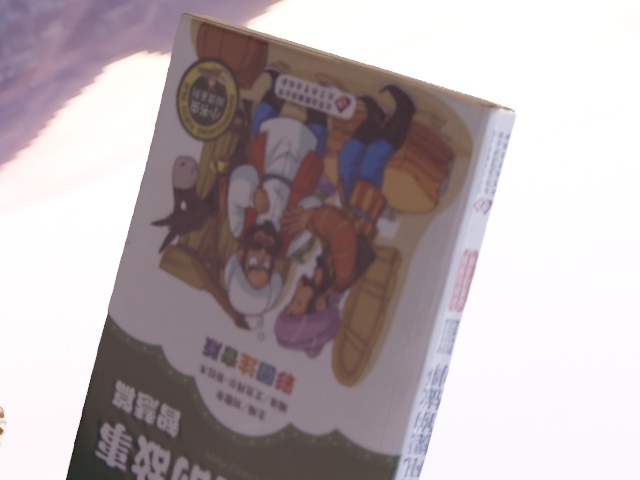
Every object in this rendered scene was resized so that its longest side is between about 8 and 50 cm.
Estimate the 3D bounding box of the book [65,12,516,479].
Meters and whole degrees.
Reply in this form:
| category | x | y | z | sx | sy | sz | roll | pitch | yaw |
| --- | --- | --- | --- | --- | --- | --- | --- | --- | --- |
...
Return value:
| category | x | y | z | sx | sy | sz | roll | pitch | yaw |
| --- | --- | --- | --- | --- | --- | --- | --- | --- | --- |
| book | -0.024 | 0.042 | 0.850 | 0.202 | 0.264 | 0.027 | 22 | -169 | 39 |

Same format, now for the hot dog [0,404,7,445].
| category | x | y | z | sx | sy | sz | roll | pitch | yaw |
| --- | --- | --- | --- | --- | --- | --- | --- | --- | --- |
| hot dog | -0.354 | 0.160 | 0.990 | 0.387 | 0.174 | 0.267 | -18 | 167 | -34 |
